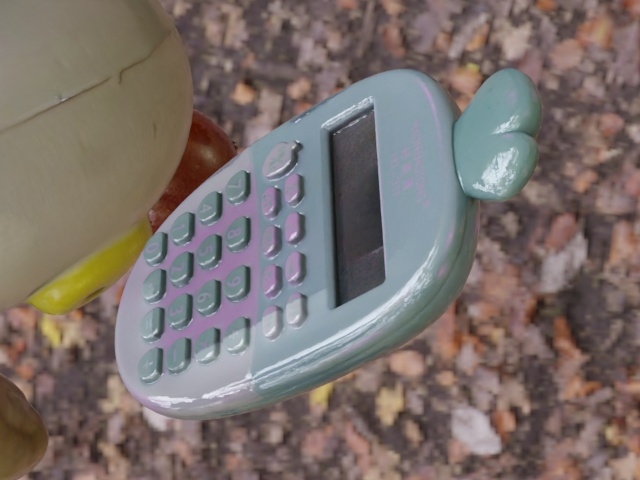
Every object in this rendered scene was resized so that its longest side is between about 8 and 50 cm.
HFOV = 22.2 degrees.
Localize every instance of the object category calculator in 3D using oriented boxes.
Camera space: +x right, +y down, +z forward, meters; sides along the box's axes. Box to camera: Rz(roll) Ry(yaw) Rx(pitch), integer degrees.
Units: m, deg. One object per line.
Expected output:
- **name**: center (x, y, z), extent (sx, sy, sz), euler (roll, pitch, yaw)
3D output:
- **calculator**: center (0.000, 0.000, 0.908), extent (0.299, 0.041, 0.185), euler (-28, 43, 26)

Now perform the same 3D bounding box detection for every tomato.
- **tomato**: center (-0.160, -0.059, 1.650), extent (0.167, 0.167, 0.167), euler (-5, 83, 44)

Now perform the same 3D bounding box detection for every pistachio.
- **pistachio**: center (-0.442, 0.198, 1.777), extent (0.162, 0.293, 0.181), euler (-99, 24, -49)

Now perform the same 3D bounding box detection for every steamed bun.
- **steamed bun**: center (-0.280, -0.095, 1.321), extent (0.334, 0.374, 0.333), euler (19, 125, 29)
